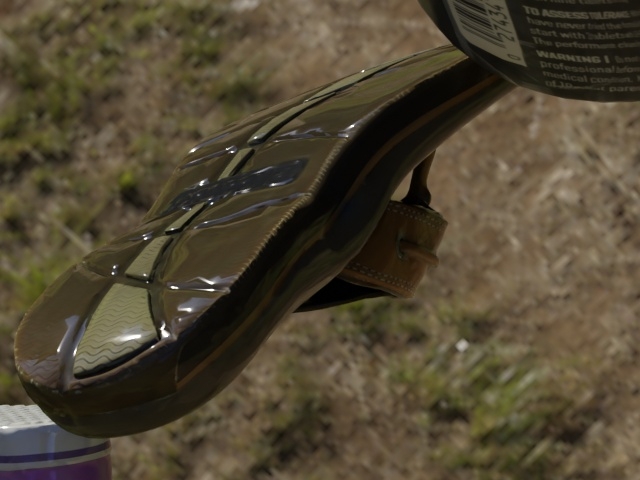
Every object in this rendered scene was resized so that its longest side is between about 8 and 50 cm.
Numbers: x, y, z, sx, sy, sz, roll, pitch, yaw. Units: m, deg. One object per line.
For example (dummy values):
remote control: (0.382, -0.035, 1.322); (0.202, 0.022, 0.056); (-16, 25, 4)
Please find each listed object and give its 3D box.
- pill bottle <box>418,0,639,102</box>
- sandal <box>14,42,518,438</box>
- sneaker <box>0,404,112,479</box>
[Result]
pill bottle: (0.054, -0.135, 0.398); (0.130, 0.246, 0.130); (-5, 68, 13)
sandal: (0.000, 0.000, 0.514); (0.090, 0.060, 0.219); (-12, 21, 31)
sneaker: (-0.237, 0.184, 1.189); (0.282, 0.102, 0.161); (0, 98, 46)
